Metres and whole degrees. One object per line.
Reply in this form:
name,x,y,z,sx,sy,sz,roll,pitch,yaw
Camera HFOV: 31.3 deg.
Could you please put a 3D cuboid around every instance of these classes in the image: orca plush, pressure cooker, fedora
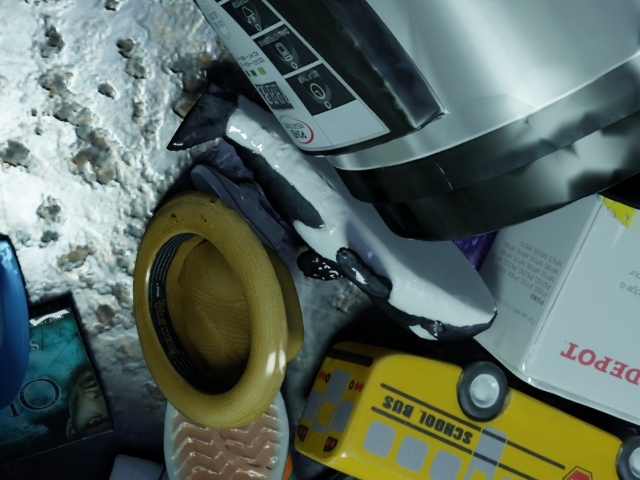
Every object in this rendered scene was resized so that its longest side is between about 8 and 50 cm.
orca plush,0.000,0.000,0.909,0.287,0.151,0.102,30,126,-16
pressure cooker,0.123,-0.198,0.696,0.375,0.370,0.420,-22,109,36
fedora,-0.072,0.052,0.906,0.079,0.194,0.194,-6,117,-44

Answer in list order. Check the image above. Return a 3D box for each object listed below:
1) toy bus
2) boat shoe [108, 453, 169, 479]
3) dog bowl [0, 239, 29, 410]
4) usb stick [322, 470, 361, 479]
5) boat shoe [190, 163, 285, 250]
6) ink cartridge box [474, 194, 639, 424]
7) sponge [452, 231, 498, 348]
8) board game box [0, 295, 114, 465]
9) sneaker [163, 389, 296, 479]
toy bus,0.154,0.188,1.010,0.332,0.108,0.130,26,79,-21
boat shoe,-0.193,0.290,1.021,0.075,0.083,0.226,25,97,-4
dog bowl,-0.301,-0.008,0.824,0.074,0.166,0.297,-11,114,8
usb stick,-0.021,0.283,1.067,0.278,0.045,0.077,-36,105,3
boat shoe,-0.065,-0.031,0.938,0.100,0.035,0.035,48,68,-21
ink cartridge box,0.284,-0.012,0.946,0.226,0.131,0.306,23,98,-24
sponge,0.159,0.032,1.013,0.210,0.031,0.117,37,99,-23
board game box,-0.280,0.131,0.955,0.186,0.026,0.126,-17,114,-6
sneaker,-0.069,0.226,0.985,0.108,0.121,0.302,-9,84,-4
